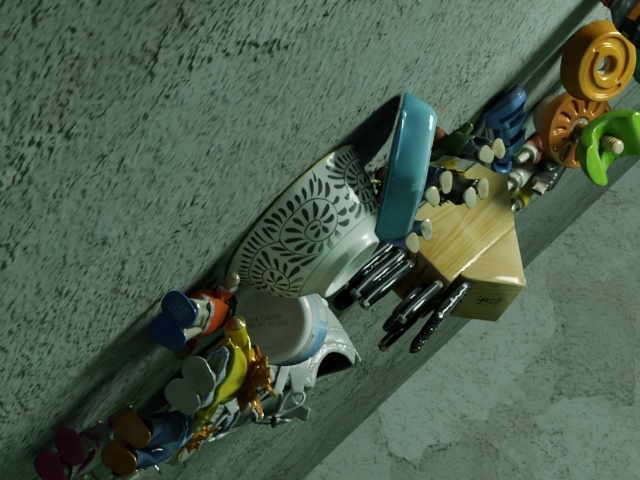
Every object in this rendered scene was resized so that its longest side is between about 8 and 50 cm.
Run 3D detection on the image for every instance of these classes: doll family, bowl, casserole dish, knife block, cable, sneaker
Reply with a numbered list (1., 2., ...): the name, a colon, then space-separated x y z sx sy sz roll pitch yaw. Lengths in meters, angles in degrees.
1. doll family: 0.096 -0.052 1.938 0.193 0.111 0.076 -32 124 -34
2. bowl: 0.000 0.000 1.758 0.170 0.080 0.170 -44 169 -11
3. casserole dish: 0.080 -0.065 1.802 0.188 0.037 0.114 102 0 -71
4. knife block: 0.120 0.009 2.340 0.088 0.242 0.275 124 -31 -48
5. cable: 0.328 -0.147 2.694 0.287 0.072 0.139 -53 162 -50
6. sneaker: -0.062 0.151 1.987 0.281 0.115 0.105 -39 168 -36
7. sneaker: 0.214 -0.127 2.200 0.053 0.059 0.144 -39 167 -26
8. doll family: -0.127 0.152 1.710 0.263 0.118 0.163 -49 170 13

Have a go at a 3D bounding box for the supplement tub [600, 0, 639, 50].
1. supplement tub: 0.414 -0.248 2.172 0.117 0.190 0.117 -45 169 -11

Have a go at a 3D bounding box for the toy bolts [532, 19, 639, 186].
1. toy bolts: 0.358 -0.217 2.384 0.228 0.158 0.218 -34 126 -15

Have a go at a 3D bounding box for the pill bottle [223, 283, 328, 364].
1. pill bottle: -0.040 0.081 1.888 0.087 0.087 0.160 -47 170 2
